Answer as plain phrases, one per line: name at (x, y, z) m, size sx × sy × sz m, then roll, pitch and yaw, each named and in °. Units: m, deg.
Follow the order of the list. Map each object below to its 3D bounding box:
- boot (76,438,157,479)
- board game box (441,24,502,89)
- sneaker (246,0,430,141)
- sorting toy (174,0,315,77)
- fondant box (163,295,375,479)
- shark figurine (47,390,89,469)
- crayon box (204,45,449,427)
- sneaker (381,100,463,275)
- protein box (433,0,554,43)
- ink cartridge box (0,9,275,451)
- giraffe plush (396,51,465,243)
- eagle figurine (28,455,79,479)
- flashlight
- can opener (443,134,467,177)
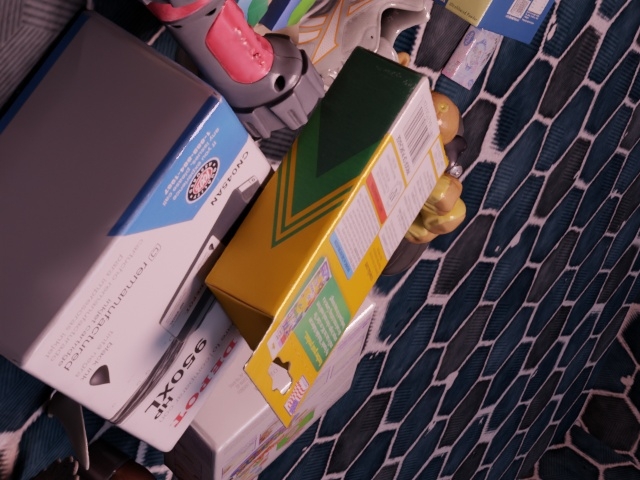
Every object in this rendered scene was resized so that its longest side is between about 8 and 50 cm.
boot at (-0.154, 0.371, 2.027) m, size 0.096 × 0.280 × 0.264 m, roll -46°, pitch 157°, yaw -25°
board game box at (0.204, -0.250, 2.261) m, size 0.090 × 0.020 × 0.090 m, roll -59°, pitch 160°, yaw 7°
sneaker at (0.011, -0.193, 1.767) m, size 0.262 × 0.121 × 0.099 m, roll -50°, pitch 158°, yaw -15°
sorting toy at (-0.035, -0.248, 1.523) m, size 0.193 × 0.038 × 0.208 m, roll -26°, pitch 146°, yaw -53°
fondant box at (-0.065, 0.169, 1.918) m, size 0.238 × 0.096 × 0.330 m, roll -42°, pitch 166°, yaw -17°
shark figurine at (-0.177, 0.111, 1.829) m, size 0.278 × 0.116 × 0.166 m, roll -39°, pitch 153°, yaw -42°
crayon box at (0.000, 0.000, 1.623) m, size 0.323 × 0.083 × 0.203 m, roll -58°, pitch 160°, yaw -14°
sneaker at (0.097, -0.069, 2.225) m, size 0.106 × 0.101 × 0.267 m, roll -14°, pitch 130°, yaw -42°
protein box at (0.208, -0.353, 1.944) m, size 0.201 × 0.136 × 0.200 m, roll -61°, pitch 159°, yaw 13°
ink cartridge box at (-0.179, 0.010, 1.582) m, size 0.285 × 0.166 × 0.395 m, roll -54°, pitch 160°, yaw -7°
giraffe plush at (0.096, -0.121, 2.033) m, size 0.170 × 0.210 × 0.181 m, roll -66°, pitch -167°, yaw -22°
eagle figurine at (-0.367, 0.365, 1.747) m, size 0.226 × 0.225 × 0.298 m, roll -177°, pitch -89°, yaw -68°
flashlight at (-0.075, -0.184, 1.392) m, size 0.103 × 0.103 × 0.304 m, roll -49°, pitch 151°, yaw -4°
can opener at (0.114, -0.068, 2.137) m, size 0.186 × 0.073 × 0.059 m, roll -50°, pitch 159°, yaw 7°
